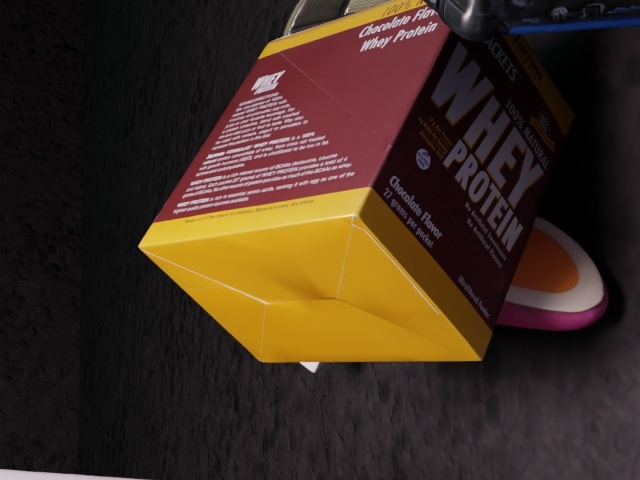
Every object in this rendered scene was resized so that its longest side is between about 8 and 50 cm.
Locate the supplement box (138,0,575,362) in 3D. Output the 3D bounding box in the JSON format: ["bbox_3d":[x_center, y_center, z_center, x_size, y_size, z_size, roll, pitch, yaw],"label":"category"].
[{"bbox_3d":[0.027,-0.038,0.636,0.191,0.129,0.194,-7,45,44],"label":"supplement box"}]

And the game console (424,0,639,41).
[{"bbox_3d":[0.076,-0.240,0.550,0.293,0.250,0.173,-117,24,-54],"label":"game console"}]

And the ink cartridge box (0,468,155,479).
[{"bbox_3d":[-0.101,0.304,0.659,0.166,0.394,0.286,-103,30,-45],"label":"ink cartridge box"}]

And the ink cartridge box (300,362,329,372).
[{"bbox_3d":[0.000,0.000,0.871,0.115,0.067,0.198,34,122,22],"label":"ink cartridge box"}]

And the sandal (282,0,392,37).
[{"bbox_3d":[0.006,-0.126,0.914,0.086,0.120,0.303,-91,19,-56],"label":"sandal"}]

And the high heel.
[{"bbox_3d":[0.110,0.044,0.691,0.244,0.082,0.117,17,136,52],"label":"high heel"}]
